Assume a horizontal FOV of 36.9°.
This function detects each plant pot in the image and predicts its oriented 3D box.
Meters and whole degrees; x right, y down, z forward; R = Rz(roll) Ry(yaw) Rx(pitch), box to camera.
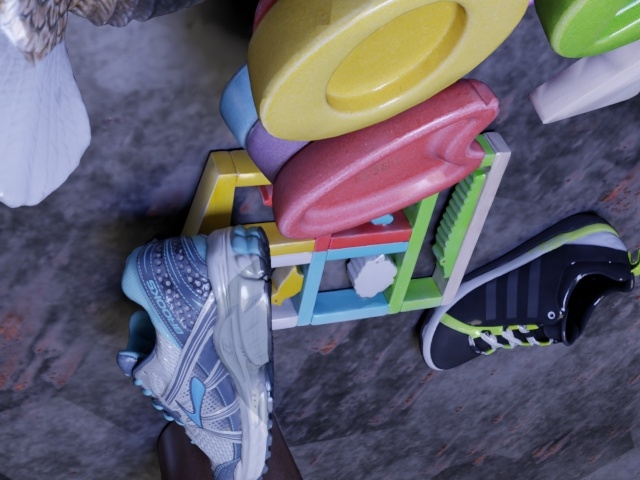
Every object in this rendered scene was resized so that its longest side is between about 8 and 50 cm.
[{"bbox_3d":[-0.082,0.254,0.933,0.167,0.165,0.167,-13,139,-12],"label":"plant pot"}]

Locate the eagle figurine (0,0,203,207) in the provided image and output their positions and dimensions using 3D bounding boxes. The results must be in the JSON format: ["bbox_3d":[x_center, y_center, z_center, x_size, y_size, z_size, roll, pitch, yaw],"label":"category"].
[{"bbox_3d":[-0.127,-0.191,0.431,0.298,0.226,0.225,-38,119,23],"label":"eagle figurine"}]

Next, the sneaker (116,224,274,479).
[{"bbox_3d":[-0.099,0.098,0.785,0.122,0.110,0.283,0,131,-2],"label":"sneaker"}]

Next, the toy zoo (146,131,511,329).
[{"bbox_3d":[0.000,0.000,0.807,0.293,0.030,0.192,-6,136,-20],"label":"toy zoo"}]

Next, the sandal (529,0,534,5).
[{"bbox_3d":[0.150,-0.203,0.523,0.169,0.102,0.416,2,153,-47],"label":"sandal"}]

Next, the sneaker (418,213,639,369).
[{"bbox_3d":[0.198,0.066,0.918,0.234,0.097,0.084,-38,137,16],"label":"sneaker"}]

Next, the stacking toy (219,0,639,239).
[{"bbox_3d":[0.070,-0.132,0.505,0.279,0.130,0.309,-24,168,-10],"label":"stacking toy"}]
